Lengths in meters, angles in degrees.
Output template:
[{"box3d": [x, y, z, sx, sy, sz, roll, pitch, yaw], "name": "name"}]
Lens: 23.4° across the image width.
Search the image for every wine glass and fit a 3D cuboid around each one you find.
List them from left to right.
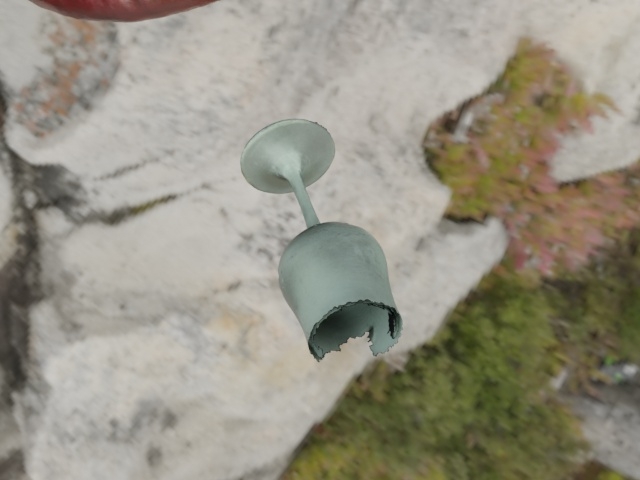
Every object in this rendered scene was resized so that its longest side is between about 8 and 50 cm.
[{"box3d": [0.000, 0.000, 1.122, 0.079, 0.195, 0.079, -10, 136, -10], "name": "wine glass"}]

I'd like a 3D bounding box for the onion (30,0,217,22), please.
[{"box3d": [-0.110, -0.269, 0.959, 0.285, 0.273, 0.273, -14, 122, -75], "name": "onion"}]
